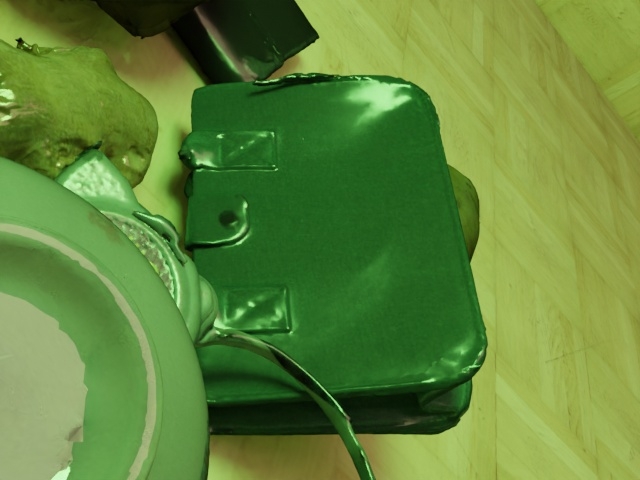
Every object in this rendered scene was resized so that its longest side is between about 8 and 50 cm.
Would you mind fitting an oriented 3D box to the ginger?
[{"bbox_3d":[-0.214,-0.100,0.666,0.213,0.074,0.137,15,42,-56],"label":"ginger"}]

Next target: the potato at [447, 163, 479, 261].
[{"bbox_3d":[0.083,0.012,0.919,0.165,0.165,0.262,45,34,-23],"label":"potato"}]

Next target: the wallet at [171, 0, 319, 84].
[{"bbox_3d":[-0.163,-0.353,0.983,0.406,0.062,0.228,53,30,-10],"label":"wallet"}]

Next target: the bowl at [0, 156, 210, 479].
[{"bbox_3d":[-0.167,0.079,0.396,0.345,0.157,0.345,17,61,-33],"label":"bowl"}]

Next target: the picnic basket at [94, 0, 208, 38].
[{"bbox_3d":[-0.138,-0.369,0.728,0.337,0.337,0.293,38,51,-33],"label":"picnic basket"}]

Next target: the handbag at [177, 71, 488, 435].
[{"bbox_3d":[0.001,0.000,0.766,0.239,0.089,0.326,-1,55,-6],"label":"handbag"}]

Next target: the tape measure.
[{"bbox_3d":[-0.096,0.100,0.605,0.164,0.084,0.330,-40,93,-33],"label":"tape measure"}]
